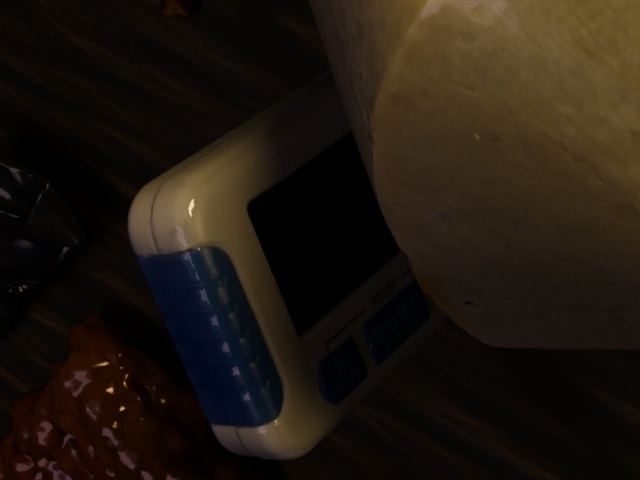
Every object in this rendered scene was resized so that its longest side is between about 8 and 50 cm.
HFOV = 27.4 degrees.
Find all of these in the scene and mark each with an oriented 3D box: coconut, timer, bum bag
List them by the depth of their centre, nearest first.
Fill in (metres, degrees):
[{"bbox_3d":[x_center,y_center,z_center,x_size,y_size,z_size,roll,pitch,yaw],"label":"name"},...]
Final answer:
[{"bbox_3d":[0.142,-0.096,0.561,0.323,0.323,0.322,21,129,29],"label":"coconut"},{"bbox_3d":[0.000,0.000,0.802,0.078,0.253,0.178,-6,112,43],"label":"timer"},{"bbox_3d":[-0.297,0.002,1.182,0.137,0.074,0.310,42,143,-7],"label":"bum bag"}]

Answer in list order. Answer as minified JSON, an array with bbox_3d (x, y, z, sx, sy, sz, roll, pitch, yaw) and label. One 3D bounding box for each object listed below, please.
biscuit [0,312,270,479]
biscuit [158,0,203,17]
[{"bbox_3d":[-0.172,0.251,1.220,0.318,0.110,0.312,48,135,4],"label":"biscuit"},{"bbox_3d":[-0.085,-0.275,0.661,0.334,0.081,0.289,-46,66,40],"label":"biscuit"}]
